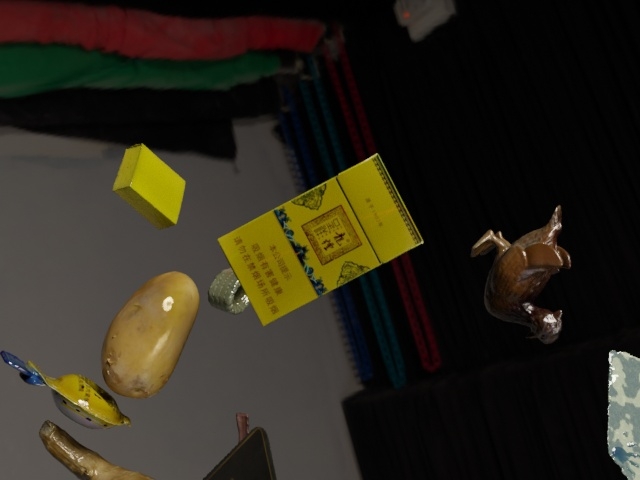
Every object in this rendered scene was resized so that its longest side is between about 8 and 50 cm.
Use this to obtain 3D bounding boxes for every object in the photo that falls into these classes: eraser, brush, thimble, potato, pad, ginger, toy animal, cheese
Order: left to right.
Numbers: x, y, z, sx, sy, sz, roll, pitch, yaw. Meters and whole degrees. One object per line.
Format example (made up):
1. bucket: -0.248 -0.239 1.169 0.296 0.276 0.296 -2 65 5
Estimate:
1. cheese: -0.429 0.254 1.391 0.064 0.250 0.156 -56 26 -10
2. ginger: -0.369 0.407 1.415 0.086 0.295 0.131 -58 -12 -12
3. eraser: -0.292 -0.092 1.415 0.045 0.097 0.122 -14 -38 29
4. potato: -0.291 0.158 1.415 0.150 0.233 0.146 4 -24 41
5. pad: -0.195 0.472 1.411 0.063 0.315 0.375 15 -48 -32
6. thimble: -0.178 0.101 1.696 0.062 0.084 0.110 17 45 25
7. brush: -0.164 0.508 1.750 0.084 0.301 0.071 1 10 6
8. toy animal: 0.317 0.046 1.210 0.188 0.179 0.089 -51 -24 21

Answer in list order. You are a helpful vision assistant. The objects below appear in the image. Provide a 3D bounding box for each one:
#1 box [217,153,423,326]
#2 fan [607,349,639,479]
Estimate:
1. box: -0.001 0.000 1.257 0.279 0.153 0.041 -28 0 5
2. fan: 0.395 0.243 0.965 0.131 0.240 0.009 -4 -22 -13
